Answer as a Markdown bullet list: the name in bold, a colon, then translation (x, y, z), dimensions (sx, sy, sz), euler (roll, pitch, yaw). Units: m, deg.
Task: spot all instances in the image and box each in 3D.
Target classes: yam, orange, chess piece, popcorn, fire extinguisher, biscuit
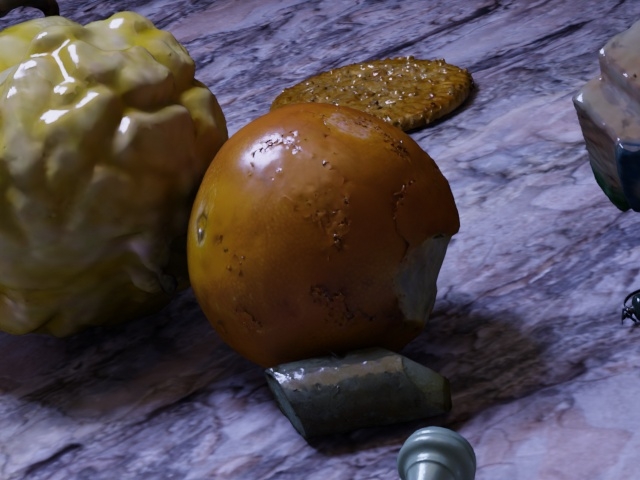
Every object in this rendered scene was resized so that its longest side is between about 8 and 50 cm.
- **yam**: translation (0.030, 0.119, 1.503), dimensions (0.146, 0.069, 0.070), euler (-11, 22, 2)
- **orange**: translation (0.000, 0.000, 1.591), dimensions (0.240, 0.240, 0.240), euler (-9, 22, 4)
- **chess piece**: translation (0.067, 0.195, 1.322), dimensions (0.059, 0.059, 0.149), euler (-2, 28, 21)
- **popcorn**: translation (-0.241, -0.088, 1.741), dimensions (0.349, 0.349, 0.381), euler (-13, 59, -6)
- **fire extinguisher**: translation (0.293, 0.051, 1.600), dimensions (0.083, 0.025, 0.038), euler (-14, 37, -6)
- **biscuit**: translation (0.060, -0.175, 2.259), dimensions (0.254, 0.035, 0.254), euler (-10, 22, 4)

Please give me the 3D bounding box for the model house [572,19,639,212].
- **model house**: translation (0.424, -0.089, 1.632), dimensions (0.312, 0.245, 0.280), euler (-37, 58, -7)
